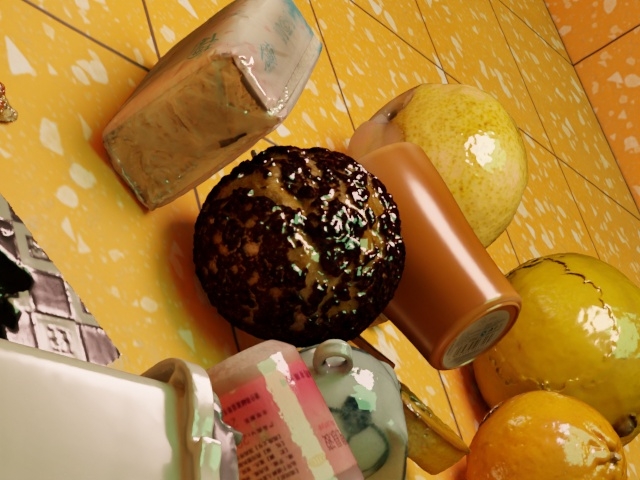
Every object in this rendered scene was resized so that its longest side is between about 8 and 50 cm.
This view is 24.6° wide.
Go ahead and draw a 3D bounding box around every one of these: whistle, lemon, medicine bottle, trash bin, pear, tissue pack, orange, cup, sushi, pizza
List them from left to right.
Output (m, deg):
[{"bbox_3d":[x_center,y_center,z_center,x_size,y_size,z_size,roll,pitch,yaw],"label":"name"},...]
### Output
[{"bbox_3d":[-0.238,0.200,0.912,0.368,0.256,0.296,28,42,-39],"label":"trash bin"},{"bbox_3d":[-0.298,0.053,1.203,0.231,0.047,0.219,53,28,-2],"label":"sushi"},{"bbox_3d":[-0.319,-0.146,1.428,0.078,0.025,0.083,34,33,-41],"label":"pizza"},{"bbox_3d":[-0.118,-0.168,1.647,0.124,0.201,0.271,49,23,-15],"label":"tissue pack"},{"bbox_3d":[-0.035,0.227,1.397,0.247,0.147,0.147,61,23,7],"label":"medicine bottle"},{"bbox_3d":[0.013,0.208,1.556,0.163,0.164,0.289,-95,-176,-47],"label":"whistle"},{"bbox_3d":[0.095,0.034,1.751,0.264,0.226,0.182,52,11,27],"label":"cup"},{"bbox_3d":[0.171,-0.086,2.077,0.271,0.271,0.271,45,26,-30],"label":"pear"},{"bbox_3d":[0.294,0.302,1.890,0.219,0.193,0.219,8,72,-25],"label":"orange"},{"bbox_3d":[0.356,0.162,2.097,0.297,0.297,0.297,45,26,-30],"label":"lemon"}]

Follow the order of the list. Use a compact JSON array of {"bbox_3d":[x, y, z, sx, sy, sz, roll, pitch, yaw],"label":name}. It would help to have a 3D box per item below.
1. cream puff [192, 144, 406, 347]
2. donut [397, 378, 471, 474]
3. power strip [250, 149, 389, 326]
[{"bbox_3d":[-0.021,-0.002,1.590,0.239,0.164,0.239,5,51,-6],"label":"cream puff"},{"bbox_3d":[0.094,0.211,1.720,0.178,0.065,0.162,42,0,-27],"label":"donut"},{"bbox_3d":[0.000,0.000,1.879,0.305,0.044,0.064,50,25,-24],"label":"power strip"}]
